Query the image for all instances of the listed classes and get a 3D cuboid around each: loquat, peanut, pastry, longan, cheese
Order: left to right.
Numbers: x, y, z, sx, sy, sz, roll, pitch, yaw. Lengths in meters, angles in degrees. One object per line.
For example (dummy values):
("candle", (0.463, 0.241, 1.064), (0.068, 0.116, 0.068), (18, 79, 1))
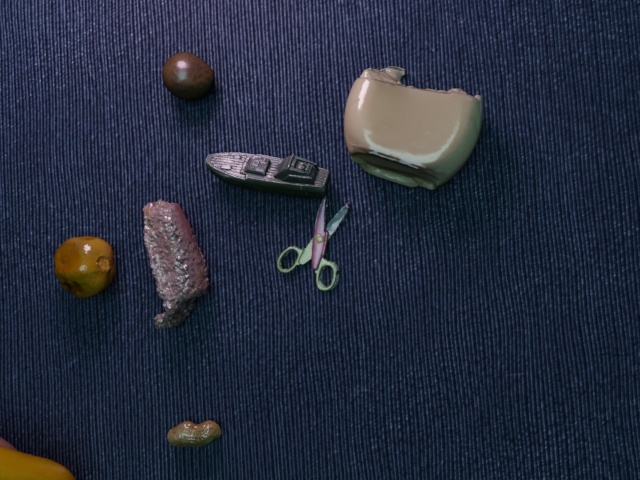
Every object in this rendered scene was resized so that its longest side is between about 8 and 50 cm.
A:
("loquat", (-0.491, 0.054, 1.492), (0.137, 0.113, 0.137), (5, 101, 25))
("pastry", (-0.293, 0.044, 1.467), (0.112, 0.103, 0.265), (-6, 92, 25))
("longan", (-0.274, -0.344, 1.498), (0.113, 0.092, 0.113), (6, 45, -6))
("peanut", (-0.258, 0.394, 1.467), (0.113, 0.054, 0.053), (-7, 85, 5))
("cheese", (0.178, -0.232, 1.412), (0.266, 0.127, 0.233), (16, 86, 6))

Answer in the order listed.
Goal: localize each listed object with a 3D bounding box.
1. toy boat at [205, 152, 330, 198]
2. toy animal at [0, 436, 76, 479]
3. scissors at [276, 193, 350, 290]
("toy boat", (-0.110, -0.142, 1.461), (0.261, 0.085, 0.078), (11, 52, 9))
("toy animal", (-0.676, 0.503, 1.385), (0.345, 0.277, 0.246), (20, 73, 10))
("scissors", (0.000, 0.000, 1.472), (0.134, 0.020, 0.187), (23, 91, 5))
